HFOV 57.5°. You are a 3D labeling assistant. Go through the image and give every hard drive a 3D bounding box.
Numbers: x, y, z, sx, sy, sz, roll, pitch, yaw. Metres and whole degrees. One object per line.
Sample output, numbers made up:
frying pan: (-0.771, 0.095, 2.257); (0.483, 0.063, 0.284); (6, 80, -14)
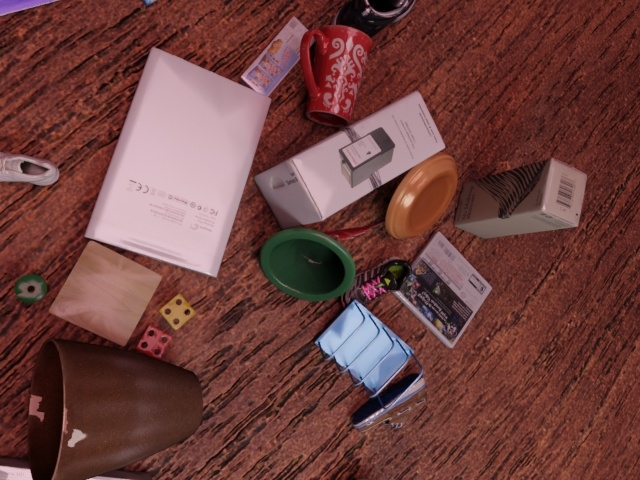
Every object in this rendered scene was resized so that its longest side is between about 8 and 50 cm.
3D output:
hard drive: (-0.247, -0.136, 1.047); (0.233, 0.047, 0.353); (20, 79, -21)

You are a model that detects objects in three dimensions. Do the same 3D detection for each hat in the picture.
hat: (0.000, 0.000, 1.143); (0.208, 0.173, 0.183); (31, 39, -14)

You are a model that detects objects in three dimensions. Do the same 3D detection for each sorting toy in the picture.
sorting toy: (-0.352, 0.093, 0.982); (0.274, 0.046, 0.132); (30, 75, -18)

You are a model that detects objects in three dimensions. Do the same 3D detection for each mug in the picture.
mug: (0.014, -0.323, 1.145); (0.150, 0.113, 0.169); (13, 85, -18)

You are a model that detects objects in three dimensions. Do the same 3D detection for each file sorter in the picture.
file sorter: (0.094, 0.219, 1.115); (0.170, 0.104, 0.118); (42, 94, -15)

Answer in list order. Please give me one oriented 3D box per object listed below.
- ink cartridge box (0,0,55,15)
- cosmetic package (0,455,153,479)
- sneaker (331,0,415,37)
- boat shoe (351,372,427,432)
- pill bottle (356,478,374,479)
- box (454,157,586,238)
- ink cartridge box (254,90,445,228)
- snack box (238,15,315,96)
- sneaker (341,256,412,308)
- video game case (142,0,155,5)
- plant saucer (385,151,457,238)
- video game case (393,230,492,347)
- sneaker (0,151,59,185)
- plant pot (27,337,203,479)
ink cartridge box: (-0.501, -0.498, 0.967); (0.206, 0.045, 0.208); (-28, 98, -23)
cosmetic package: (-0.399, 0.412, 0.929); (0.239, 0.060, 0.099); (17, 81, -22)
sneaker: (0.147, -0.501, 1.187); (0.268, 0.153, 0.101); (-45, 104, -20)
boat shoe: (0.147, 0.339, 1.167); (0.183, 0.066, 0.066); (-26, 98, -23)
pill bottle: (0.107, 0.582, 1.095); (0.131, 0.131, 0.229); (-31, 98, -22)
box: (0.399, -0.078, 1.195); (0.094, 0.275, 0.113); (19, 77, -20)
ink cartridge box: (0.048, -0.143, 1.086); (0.289, 0.211, 0.122); (-31, 98, -21)
snack box: (-0.083, -0.358, 1.148); (0.064, 0.022, 0.178); (41, 71, -16)
sneaker: (0.117, 0.085, 1.170); (0.170, 0.075, 0.063); (-31, 98, -22)
video game case: (-0.290, -0.523, 1.076); (0.166, 0.015, 0.119); (-41, 102, -20)
plant saucer: (0.211, -0.083, 1.173); (0.200, 0.200, 0.037); (-37, 58, -22)
video game case: (0.266, 0.106, 1.262); (0.190, 0.022, 0.173); (45, 70, -15)
sneaker: (-0.500, -0.119, 0.929); (0.152, 0.061, 0.054); (0, 88, -22)
plant pot: (-0.311, 0.262, 0.916); (0.230, 0.215, 0.215); (7, 83, -36)
